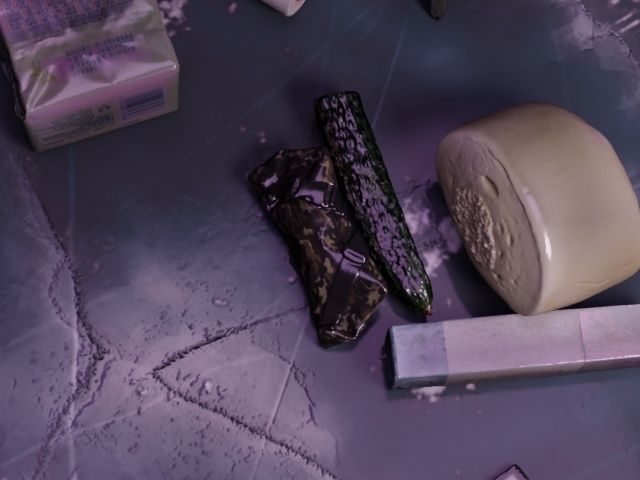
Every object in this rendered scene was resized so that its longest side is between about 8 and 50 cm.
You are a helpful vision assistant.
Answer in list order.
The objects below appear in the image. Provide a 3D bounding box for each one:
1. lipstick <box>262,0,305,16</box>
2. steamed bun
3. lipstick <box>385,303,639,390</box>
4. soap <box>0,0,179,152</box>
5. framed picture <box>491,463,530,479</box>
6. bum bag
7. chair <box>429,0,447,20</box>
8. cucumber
[{"bbox_3d":[-0.154,-0.398,2.005,0.327,0.087,0.087,33,74,8],"label":"lipstick"},{"bbox_3d":[0.261,-0.051,1.861,0.200,0.155,0.250,-18,70,-27],"label":"steamed bun"},{"bbox_3d":[0.237,0.122,1.868,0.317,0.066,0.068,-5,72,-4],"label":"lipstick"},{"bbox_3d":[-0.282,-0.229,1.919,0.199,0.138,0.182,-18,75,-8],"label":"soap"},{"bbox_3d":[0.167,0.439,1.795,0.324,0.013,0.244,-35,78,-11],"label":"framed picture"},{"bbox_3d":[0.001,0.000,1.894,0.102,0.069,0.248,-24,79,4],"label":"bum bag"},{"bbox_3d":[0.153,-0.402,1.924,0.147,0.270,0.136,-43,80,-15],"label":"chair"},{"bbox_3d":[0.064,-0.041,1.914,0.067,0.067,0.293,-19,76,-8],"label":"cucumber"}]
